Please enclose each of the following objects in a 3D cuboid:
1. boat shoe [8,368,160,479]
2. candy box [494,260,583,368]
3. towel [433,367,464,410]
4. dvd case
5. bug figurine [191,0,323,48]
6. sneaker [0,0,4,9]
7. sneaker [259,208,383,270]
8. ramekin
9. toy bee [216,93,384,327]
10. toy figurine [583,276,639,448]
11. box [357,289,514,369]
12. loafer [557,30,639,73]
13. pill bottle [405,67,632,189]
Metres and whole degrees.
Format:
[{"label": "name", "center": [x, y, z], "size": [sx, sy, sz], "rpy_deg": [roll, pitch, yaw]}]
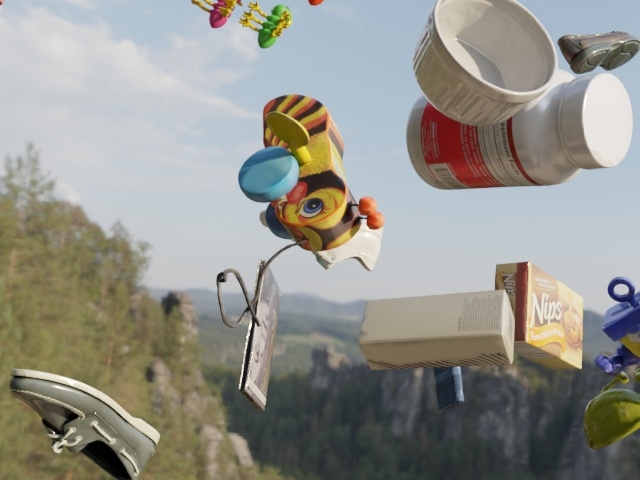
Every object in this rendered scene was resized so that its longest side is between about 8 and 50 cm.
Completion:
[{"label": "boat shoe", "center": [-0.381, 0.302, 1.289], "size": [0.116, 0.099, 0.319], "rpy_deg": [-2, -33, 31]}, {"label": "candy box", "center": [0.509, 0.180, 1.856], "size": [0.088, 0.182, 0.316], "rpy_deg": [-9, -23, 39]}, {"label": "towel", "center": [0.258, 0.279, 1.609], "size": [0.029, 0.119, 0.067], "rpy_deg": [19, -38, -29]}, {"label": "dvd case", "center": [-0.099, 0.164, 1.361], "size": [0.018, 0.221, 0.164], "rpy_deg": [4, -23, 9]}, {"label": "bug figurine", "center": [-0.099, -0.453, 1.440], "size": [0.279, 0.216, 0.072], "rpy_deg": [27, -13, 24]}, {"label": "sneaker", "center": [-0.461, -0.425, 1.164], "size": [0.270, 0.144, 0.090], "rpy_deg": [-25, -32, 35]}, {"label": "sneaker", "center": [0.000, 0.000, 1.322], "size": [0.212, 0.094, 0.080], "rpy_deg": [11, -11, -13]}, {"label": "ramekin", "center": [0.236, -0.267, 1.195], "size": [0.207, 0.207, 0.109], "rpy_deg": [9, -32, -19]}, {"label": "toy bee", "center": [-0.002, -0.045, 0.914], "size": [0.162, 0.298, 0.195], "rpy_deg": [-7, -16, 21]}, {"label": "toy figurine", "center": [0.487, 0.136, 1.199], "size": [0.217, 0.191, 0.362], "rpy_deg": [43, -54, -9]}, {"label": "box", "center": [0.217, 0.170, 1.501], "size": [0.275, 0.113, 0.094], "rpy_deg": [-6, -46, 23]}, {"label": "loafer", "center": [0.619, -0.431, 1.769], "size": [0.268, 0.084, 0.096], "rpy_deg": [-18, -26, -42]}, {"label": "pill bottle", "center": [0.388, -0.219, 1.599], "size": [0.229, 0.228, 0.408], "rpy_deg": [12, -7, -40]}]
